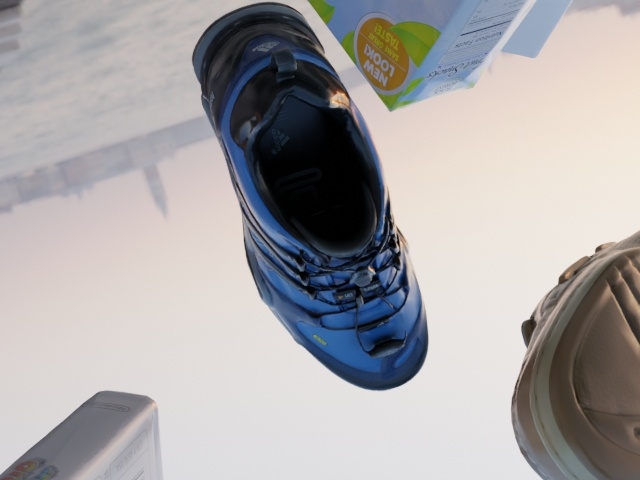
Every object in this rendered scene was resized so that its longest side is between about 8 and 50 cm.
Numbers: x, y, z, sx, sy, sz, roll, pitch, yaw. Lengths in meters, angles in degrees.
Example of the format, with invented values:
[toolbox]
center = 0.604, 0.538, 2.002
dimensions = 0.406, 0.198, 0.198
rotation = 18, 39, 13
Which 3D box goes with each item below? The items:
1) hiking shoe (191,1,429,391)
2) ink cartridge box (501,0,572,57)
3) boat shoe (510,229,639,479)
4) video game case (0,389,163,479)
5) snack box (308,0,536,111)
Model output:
[hiking shoe]
center = 0.000, 0.000, 0.732
dimensions = 0.113, 0.304, 0.132
rotation = -26, -150, 0
[ink cartridge box]
center = 0.152, -0.295, 0.889
dimensions = 0.119, 0.353, 0.207
rotation = 10, 143, -12
[boat shoe]
center = 0.183, 0.065, 0.662
dimensions = 0.110, 0.121, 0.341
rotation = -31, 177, 36
[video game case]
center = -0.089, 0.183, 0.294
dimensions = 0.026, 0.226, 0.206
rotation = 5, -163, 16
[snack box]
center = 0.050, -0.194, 0.524
dimensions = 0.070, 0.174, 0.207
rotation = -21, 156, -35
